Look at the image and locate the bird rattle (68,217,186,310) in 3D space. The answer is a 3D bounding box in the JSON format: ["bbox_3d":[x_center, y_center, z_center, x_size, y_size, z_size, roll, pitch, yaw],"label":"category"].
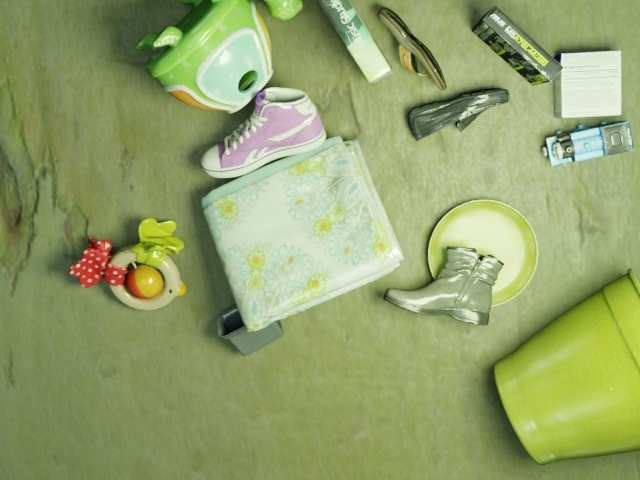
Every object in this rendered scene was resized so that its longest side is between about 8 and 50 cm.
[{"bbox_3d":[-0.413,0.072,1.862,0.253,0.143,0.207,-25,112,8],"label":"bird rattle"}]

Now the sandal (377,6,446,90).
[{"bbox_3d":[0.190,-0.402,1.793,0.219,0.090,0.060,46,113,-5],"label":"sandal"}]

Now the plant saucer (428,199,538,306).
[{"bbox_3d":[0.358,0.028,1.862,0.240,0.037,0.241,0,98,2],"label":"plant saucer"}]

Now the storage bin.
[{"bbox_3d":[-0.153,0.191,1.885,0.135,0.098,0.091,-28,123,5],"label":"storage bin"}]

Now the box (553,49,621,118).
[{"bbox_3d":[0.568,-0.332,1.789,0.126,0.072,0.137,-2,98,3],"label":"box"}]

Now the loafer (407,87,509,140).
[{"bbox_3d":[0.300,-0.274,1.810,0.223,0.076,0.078,-15,102,9],"label":"loafer"}]

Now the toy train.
[{"bbox_3d":[0.570,-0.208,1.787,0.184,0.105,0.080,-12,96,4],"label":"toy train"}]

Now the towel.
[{"bbox_3d":[-0.042,-0.022,1.788,0.374,0.090,0.321,-24,70,5],"label":"towel"}]

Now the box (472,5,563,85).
[{"bbox_3d":[0.402,-0.397,1.728,0.184,0.191,0.045,39,98,-2],"label":"box"}]

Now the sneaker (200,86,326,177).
[{"bbox_3d":[-0.143,-0.242,1.779,0.282,0.102,0.161,-20,137,6],"label":"sneaker"}]

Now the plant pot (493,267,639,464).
[{"bbox_3d":[0.569,0.299,1.754,0.353,0.366,0.366,-28,95,17],"label":"plant pot"}]

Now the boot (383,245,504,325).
[{"bbox_3d":[0.267,0.085,1.825,0.246,0.083,0.161,10,91,-4],"label":"boot"}]

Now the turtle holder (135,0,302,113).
[{"bbox_3d":[-0.206,-0.416,1.755,0.227,0.243,0.320,45,60,-24],"label":"turtle holder"}]

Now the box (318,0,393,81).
[{"bbox_3d":[0.041,-0.469,1.714,0.058,0.232,0.322,-33,94,11],"label":"box"}]
